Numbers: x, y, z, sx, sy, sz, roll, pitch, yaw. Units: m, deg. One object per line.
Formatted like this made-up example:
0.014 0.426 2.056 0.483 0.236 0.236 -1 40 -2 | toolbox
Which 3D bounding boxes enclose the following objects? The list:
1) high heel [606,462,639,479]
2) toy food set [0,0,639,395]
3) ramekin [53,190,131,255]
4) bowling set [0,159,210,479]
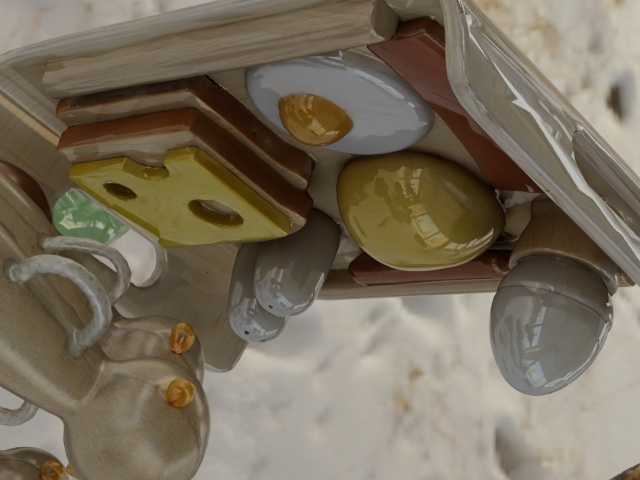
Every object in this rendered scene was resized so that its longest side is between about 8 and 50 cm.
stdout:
0.099 0.150 0.983 0.186 0.261 0.093 -68 165 7 | high heel
0.000 0.000 0.723 0.219 0.306 0.092 39 58 -40 | toy food set
-0.299 0.012 1.242 0.148 0.303 0.303 56 43 -4 | ramekin
-0.108 0.055 0.601 0.154 0.287 0.200 42 41 -6 | bowling set
